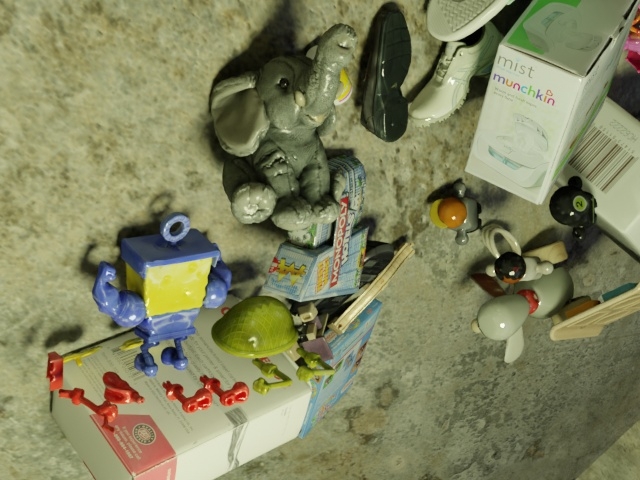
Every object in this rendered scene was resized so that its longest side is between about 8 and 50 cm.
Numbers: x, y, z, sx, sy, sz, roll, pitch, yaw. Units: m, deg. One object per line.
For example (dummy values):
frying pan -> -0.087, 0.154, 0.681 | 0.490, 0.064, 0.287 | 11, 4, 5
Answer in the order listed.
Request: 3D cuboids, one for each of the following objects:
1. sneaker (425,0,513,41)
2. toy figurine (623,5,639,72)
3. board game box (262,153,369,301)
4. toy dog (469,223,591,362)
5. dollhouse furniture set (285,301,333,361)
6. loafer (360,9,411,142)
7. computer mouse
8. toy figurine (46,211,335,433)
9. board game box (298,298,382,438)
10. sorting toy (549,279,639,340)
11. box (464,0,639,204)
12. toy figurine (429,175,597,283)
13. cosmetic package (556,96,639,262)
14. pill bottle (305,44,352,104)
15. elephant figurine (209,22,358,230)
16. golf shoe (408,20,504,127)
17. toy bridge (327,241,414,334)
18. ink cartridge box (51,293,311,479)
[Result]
sneaker -> 0.253, -0.341, 1.495 | 0.256, 0.094, 0.151 | -48, 152, 11
toy figurine -> 0.530, -0.333, 1.831 | 0.173, 0.130, 0.159 | 3, 139, -24
board game box -> 0.000, 0.000, 1.539 | 0.194, 0.060, 0.194 | -30, 133, -60
toy dog -> 0.351, 0.108, 2.106 | 0.161, 0.220, 0.334 | -26, 156, 38
dollhouse furniture set -> -0.044, 0.130, 1.718 | 0.114, 0.081, 0.091 | -17, 116, 17
loafer -> 0.075, -0.211, 1.478 | 0.062, 0.061, 0.170 | -18, 120, -43
computer mouse -> -0.020, 0.073, 1.724 | 0.262, 0.060, 0.184 | -45, 156, 26
toy figurine -> -0.151, 0.070, 1.435 | 0.363, 0.191, 0.217 | -9, 116, -33
board game box -> 0.023, 0.207, 1.910 | 0.160, 0.039, 0.211 | -40, 155, -46
sorting toy -> 0.525, 0.113, 2.058 | 0.208, 0.038, 0.193 | -36, 157, 34
box -> 0.327, -0.224, 1.603 | 0.262, 0.127, 0.231 | -51, 159, -38
toy figurine -> 0.302, -0.047, 1.800 | 0.209, 0.213, 0.148 | -47, 162, 15
cosmetic package -> 0.555, -0.078, 2.040 | 0.161, 0.230, 0.453 | -48, 150, 7
pill bottle -> 0.009, -0.204, 1.424 | 0.043, 0.043, 0.083 | -41, 150, -4
elephant figurine -> -0.039, -0.145, 1.350 | 0.169, 0.186, 0.239 | -58, 150, -68
golf shoe -> 0.176, -0.234, 1.583 | 0.176, 0.069, 0.086 | -45, 133, -8
toy bridge -> 0.086, 0.069, 1.811 | 0.188, 0.026, 0.063 | -47, -178, -18
ink cartridge box -> -0.185, 0.216, 1.555 | 0.283, 0.207, 0.117 | -21, 143, -33
